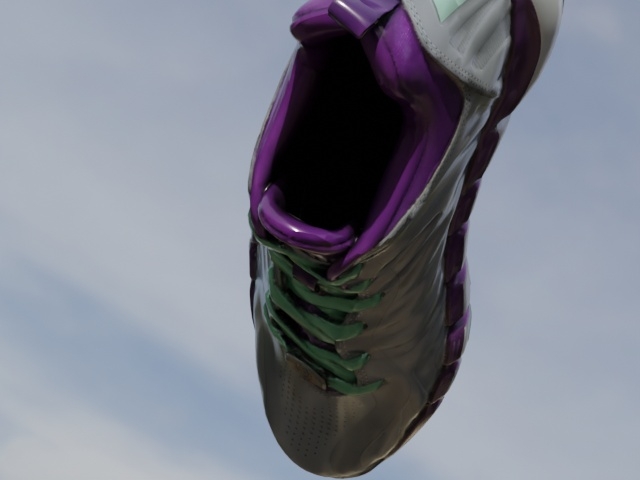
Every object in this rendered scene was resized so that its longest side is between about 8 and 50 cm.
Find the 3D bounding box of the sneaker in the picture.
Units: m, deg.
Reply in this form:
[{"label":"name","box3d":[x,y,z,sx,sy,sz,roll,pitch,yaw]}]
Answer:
[{"label":"sneaker","box3d":[0.000,0.000,0.565,0.083,0.098,0.223,28,-50,20]}]
